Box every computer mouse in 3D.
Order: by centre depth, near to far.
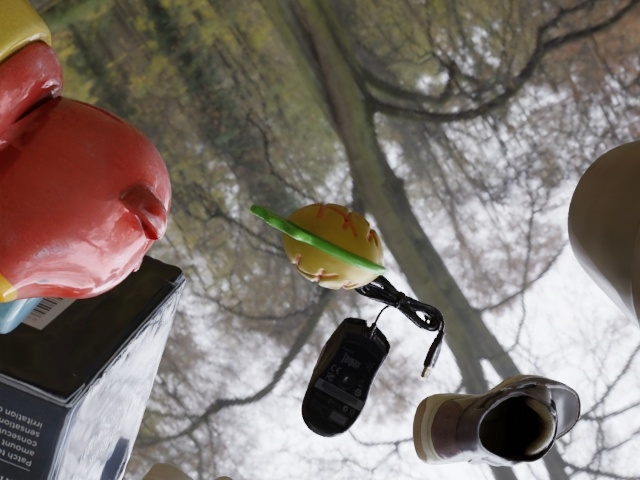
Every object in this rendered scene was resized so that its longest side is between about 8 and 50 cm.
[{"bbox_3d":[0.082,0.192,1.388,0.262,0.184,0.060,-67,-165,-8],"label":"computer mouse"}]

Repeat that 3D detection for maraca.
[{"bbox_3d":[0.000,0.000,1.074,0.127,0.185,0.099,27,-88,57],"label":"maraca"}]

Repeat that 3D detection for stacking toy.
[{"bbox_3d":[-0.201,0.037,0.490,0.279,0.130,0.309,-54,-172,-13],"label":"stacking toy"}]

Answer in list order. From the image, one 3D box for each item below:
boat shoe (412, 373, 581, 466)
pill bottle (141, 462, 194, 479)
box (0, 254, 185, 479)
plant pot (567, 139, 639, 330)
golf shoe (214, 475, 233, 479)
[{"bbox_3d":[0.224,0.210,1.018,0.285,0.103,0.092,6,176,-43],"label":"boat shoe"},{"bbox_3d":[-0.351,0.578,1.658,0.176,0.176,0.318,-15,-152,44],"label":"pill bottle"},{"bbox_3d":[-0.315,0.210,0.845,0.293,0.212,0.396,-63,175,-70],"label":"box"},{"bbox_3d":[0.445,-0.004,1.034,0.323,0.323,0.280,-36,-159,-7],"label":"plant pot"},{"bbox_3d":[-0.177,0.455,1.447,0.086,0.069,0.176,98,10,-52],"label":"golf shoe"}]
